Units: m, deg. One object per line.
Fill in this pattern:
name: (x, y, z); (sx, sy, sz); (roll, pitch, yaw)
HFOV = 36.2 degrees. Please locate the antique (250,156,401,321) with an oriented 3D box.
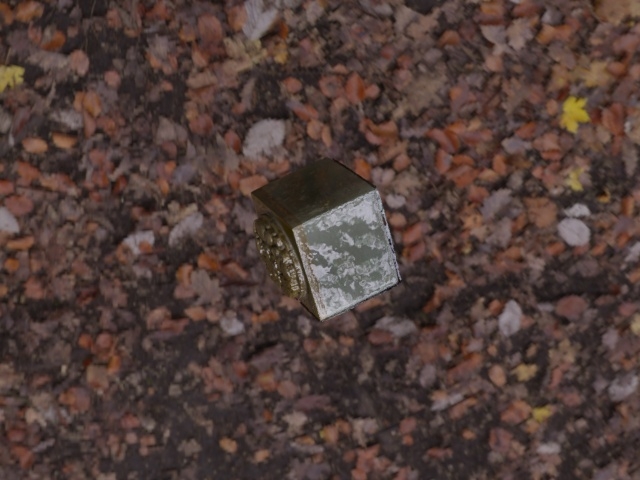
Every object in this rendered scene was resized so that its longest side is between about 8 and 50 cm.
antique: (0.000, 0.000, 1.266); (0.148, 0.147, 0.151); (-25, 120, -17)
